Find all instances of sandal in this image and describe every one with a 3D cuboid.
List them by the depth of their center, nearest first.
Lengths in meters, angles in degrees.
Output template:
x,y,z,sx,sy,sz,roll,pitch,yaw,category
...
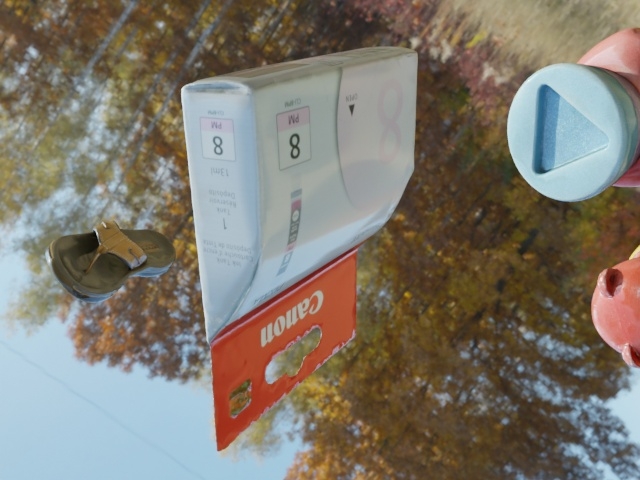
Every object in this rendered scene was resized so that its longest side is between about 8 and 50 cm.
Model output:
x,y,z,sx,sy,sz,roll,pitch,yaw,category
-0.230,0.012,0.847,0.090,0.060,0.219,47,-159,12,sandal

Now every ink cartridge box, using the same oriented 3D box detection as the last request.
x,y,z,sx,sy,sz,roll,pitch,yaw,category
0.000,0.000,0.479,0.066,0.232,0.189,7,-159,32,ink cartridge box

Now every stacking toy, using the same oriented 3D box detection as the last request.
x,y,z,sx,sy,sz,roll,pitch,yaw,category
0.307,-0.059,0.631,0.130,0.279,0.308,-15,-107,-34,stacking toy
